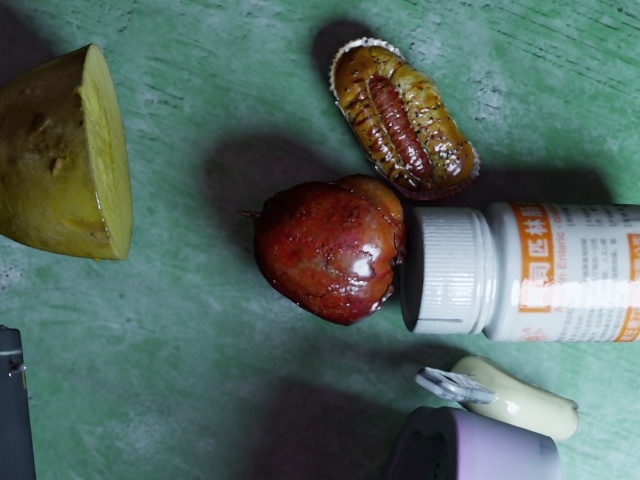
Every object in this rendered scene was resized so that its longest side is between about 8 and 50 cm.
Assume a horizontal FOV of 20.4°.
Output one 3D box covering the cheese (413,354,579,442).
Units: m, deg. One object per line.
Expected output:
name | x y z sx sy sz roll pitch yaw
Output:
cheese | 0.159 0.147 1.710 0.127 0.235 0.050 32 99 28

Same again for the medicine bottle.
medicine bottle | 0.209 0.032 1.753 0.252 0.144 0.144 0 86 -6

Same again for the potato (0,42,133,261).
potato | -0.268 -0.071 1.682 0.158 0.178 0.203 -12 102 7

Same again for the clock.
clock | 0.117 0.318 1.628 0.102 0.338 0.338 14 84 -10

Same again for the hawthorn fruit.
hawthorn fruit | 0.000 0.000 1.725 0.172 0.148 0.148 16 84 5

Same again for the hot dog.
hot dog | 0.081 -0.121 1.786 0.099 0.053 0.192 -36 94 -13

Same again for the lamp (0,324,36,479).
lamp | -0.354 0.183 1.620 0.374 0.205 0.272 12 89 3
